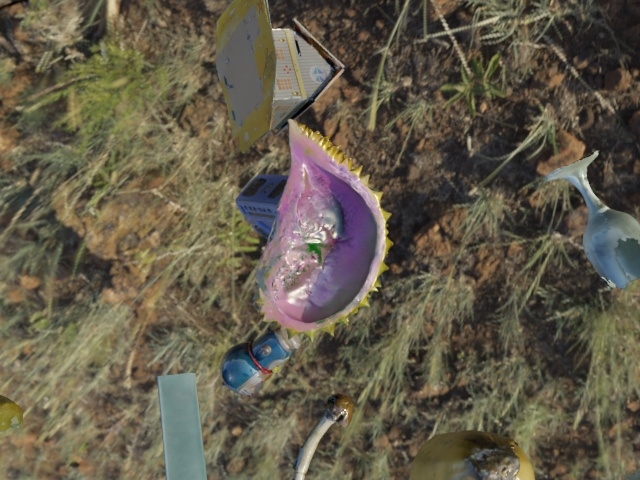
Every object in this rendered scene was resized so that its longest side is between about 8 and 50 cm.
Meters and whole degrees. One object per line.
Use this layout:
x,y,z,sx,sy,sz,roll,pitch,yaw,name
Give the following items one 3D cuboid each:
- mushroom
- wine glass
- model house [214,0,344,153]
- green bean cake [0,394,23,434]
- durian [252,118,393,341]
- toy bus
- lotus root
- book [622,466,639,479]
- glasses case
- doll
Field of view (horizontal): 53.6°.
0.004,0.383,1.234,0.061,0.187,0.060,35,178,-42,mushroom
0.645,-0.045,1.452,0.143,0.143,0.321,-38,74,44,wine glass
-0.050,-0.248,0.912,0.219,0.136,0.207,-26,76,61,model house
-0.627,0.351,1.024,0.124,0.236,0.233,6,160,44,green bean cake
0.012,0.002,0.838,0.187,0.154,0.260,35,111,22,durian
-0.064,-0.075,1.408,0.292,0.125,0.133,11,147,54,toy bus
0.207,0.338,0.886,0.146,0.130,0.303,11,159,-2,lotus root
0.223,0.221,0.361,0.241,0.018,0.170,89,158,-54,book
-0.200,0.345,0.982,0.056,0.265,0.105,-14,152,2,glasses case
-0.104,0.197,1.035,0.152,0.114,0.085,-37,78,14,doll
